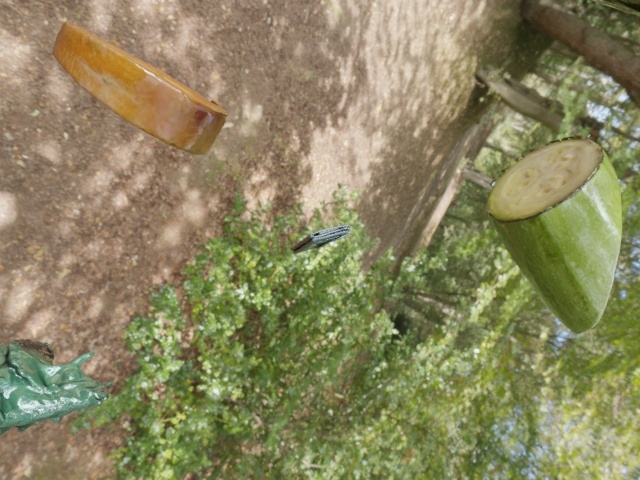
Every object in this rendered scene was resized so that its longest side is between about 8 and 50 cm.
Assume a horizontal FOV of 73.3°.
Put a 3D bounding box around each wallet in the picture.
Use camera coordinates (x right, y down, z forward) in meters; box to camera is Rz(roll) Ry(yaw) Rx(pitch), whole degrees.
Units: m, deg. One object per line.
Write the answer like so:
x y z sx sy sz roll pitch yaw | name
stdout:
0.000 0.000 0.837 0.088 0.026 0.129 -17 174 -23 | wallet

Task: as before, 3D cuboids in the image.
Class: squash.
0.393 -0.004 0.664 0.189 0.260 0.189 -39 -162 15 | squash

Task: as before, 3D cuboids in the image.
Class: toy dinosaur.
-0.338 0.131 0.369 0.120 0.291 0.080 -120 -141 -58 | toy dinosaur

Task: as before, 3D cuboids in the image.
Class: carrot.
-0.317 -0.279 0.775 0.100 0.307 0.258 -53 -165 10 | carrot

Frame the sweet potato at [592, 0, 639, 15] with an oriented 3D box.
0.122 -0.257 0.267 0.130 0.422 0.131 -37 156 -20 | sweet potato
